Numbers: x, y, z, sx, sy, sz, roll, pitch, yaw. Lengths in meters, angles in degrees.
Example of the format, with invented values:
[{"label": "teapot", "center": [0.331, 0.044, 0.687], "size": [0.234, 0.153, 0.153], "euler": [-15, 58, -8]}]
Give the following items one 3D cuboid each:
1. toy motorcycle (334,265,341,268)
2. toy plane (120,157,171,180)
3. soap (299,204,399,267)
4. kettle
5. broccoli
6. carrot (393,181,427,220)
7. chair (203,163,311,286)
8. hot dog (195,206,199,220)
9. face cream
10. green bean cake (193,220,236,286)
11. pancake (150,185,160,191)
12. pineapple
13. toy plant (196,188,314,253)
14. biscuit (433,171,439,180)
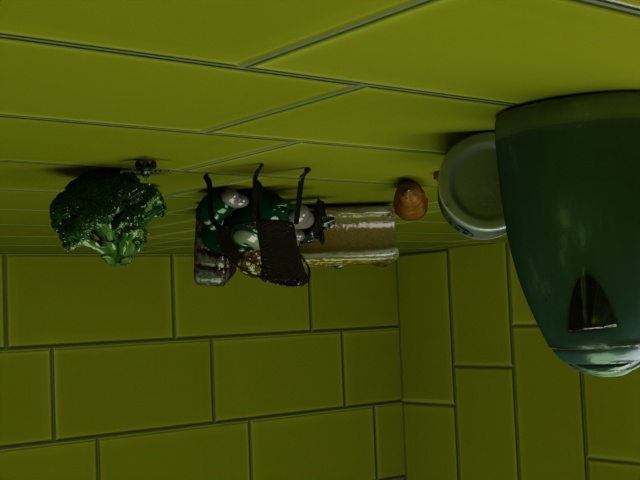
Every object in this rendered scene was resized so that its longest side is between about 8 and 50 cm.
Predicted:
[{"label": "toy motorcycle", "center": [-0.064, 0.006, 2.890], "size": [0.275, 0.127, 0.205], "euler": [4, 177, 20]}, {"label": "toy plane", "center": [-0.270, -0.109, 1.625], "size": [0.078, 0.031, 0.083], "euler": [-2, 176, -8]}, {"label": "soap", "center": [0.000, 0.000, 2.523], "size": [0.335, 0.156, 0.293], "euler": [-2, 173, -6]}, {"label": "kettle", "center": [0.373, 0.003, 1.377], "size": [0.247, 0.342, 0.319], "euler": [-5, 176, 27]}, {"label": "broccoli", "center": [-0.347, -0.044, 1.733], "size": [0.195, 0.156, 0.195], "euler": [-14, -154, 7]}, {"label": "carrot", "center": [0.171, -0.082, 2.049], "size": [0.072, 0.072, 0.205], "euler": [-3, 174, 7]}, {"label": "chair", "center": [-0.096, -0.019, 1.789], "size": [0.174, 0.213, 0.149], "euler": [3, 168, -44]}, {"label": "hot dog", "center": [-0.199, -0.052, 2.286], "size": [0.147, 0.065, 0.099], "euler": [-4, -175, -1]}, {"label": "face cream", "center": [0.257, -0.071, 1.658], "size": [0.145, 0.145, 0.369], "euler": [-3, 175, 7]}, {"label": "green bean cake", "center": [-0.238, -0.005, 2.505], "size": [0.097, 0.198, 0.233], "euler": [6, -168, 2]}, {"label": "pancake", "center": [-0.349, -0.091, 1.952], "size": [0.108, 0.017, 0.108], "euler": [0, 179, 0]}, {"label": "pineapple", "center": [-0.077, -0.007, 2.283], "size": [0.237, 0.119, 0.111], "euler": [-28, 159, 12]}, {"label": "toy plant", "center": [-0.135, -0.037, 2.108], "size": [0.232, 0.112, 0.243], "euler": [6, 156, -14]}, {"label": "biscuit", "center": [0.269, -0.116, 1.935], "size": [0.130, 0.019, 0.102], "euler": [0, 174, -25]}]
